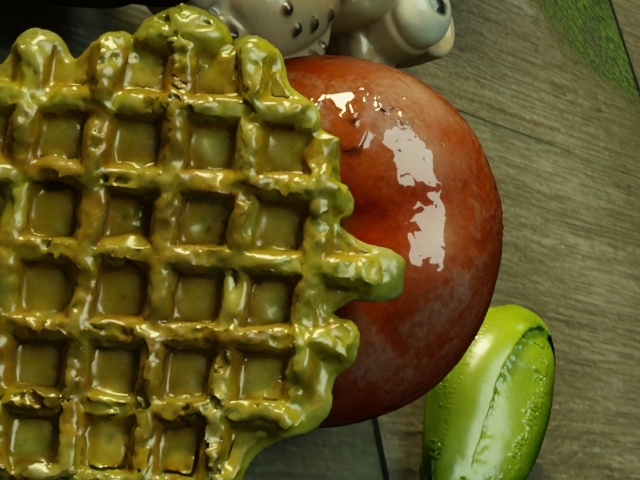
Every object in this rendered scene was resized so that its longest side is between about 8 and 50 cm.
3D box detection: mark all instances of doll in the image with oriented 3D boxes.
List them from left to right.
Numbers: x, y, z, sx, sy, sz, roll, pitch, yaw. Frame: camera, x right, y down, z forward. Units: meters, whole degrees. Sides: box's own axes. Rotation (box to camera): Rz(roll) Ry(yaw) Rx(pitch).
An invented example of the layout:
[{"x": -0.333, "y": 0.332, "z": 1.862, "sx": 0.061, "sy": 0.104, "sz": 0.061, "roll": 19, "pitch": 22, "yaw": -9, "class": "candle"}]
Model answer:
[{"x": -0.004, "y": -0.165, "z": 0.968, "sx": 0.278, "sy": 0.119, "sz": 0.154, "roll": -35, "pitch": 107, "yaw": -47, "class": "doll"}]

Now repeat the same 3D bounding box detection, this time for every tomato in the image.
[{"x": 0.000, "y": 0.000, "z": 0.793, "sx": 0.208, "sy": 0.208, "sz": 0.184, "roll": 61, "pitch": 3, "yaw": 4, "class": "tomato"}]

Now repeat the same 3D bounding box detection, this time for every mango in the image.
[{"x": 0.104, "y": 0.113, "z": 0.933, "sx": 0.091, "sy": 0.074, "sz": 0.165, "roll": 49, "pitch": 50, "yaw": -22, "class": "mango"}]

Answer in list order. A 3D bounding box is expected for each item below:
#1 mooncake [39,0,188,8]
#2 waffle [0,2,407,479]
[{"x": -0.117, "y": -0.270, "z": 0.775, "sx": 0.161, "sy": 0.290, "sz": 0.290, "roll": 4, "pitch": 62, "yaw": -58, "class": "mooncake"}, {"x": -0.091, "y": 0.010, "z": 0.676, "sx": 0.243, "sy": 0.237, "sz": 0.059, "roll": 52, "pitch": 0, "yaw": 4, "class": "waffle"}]
